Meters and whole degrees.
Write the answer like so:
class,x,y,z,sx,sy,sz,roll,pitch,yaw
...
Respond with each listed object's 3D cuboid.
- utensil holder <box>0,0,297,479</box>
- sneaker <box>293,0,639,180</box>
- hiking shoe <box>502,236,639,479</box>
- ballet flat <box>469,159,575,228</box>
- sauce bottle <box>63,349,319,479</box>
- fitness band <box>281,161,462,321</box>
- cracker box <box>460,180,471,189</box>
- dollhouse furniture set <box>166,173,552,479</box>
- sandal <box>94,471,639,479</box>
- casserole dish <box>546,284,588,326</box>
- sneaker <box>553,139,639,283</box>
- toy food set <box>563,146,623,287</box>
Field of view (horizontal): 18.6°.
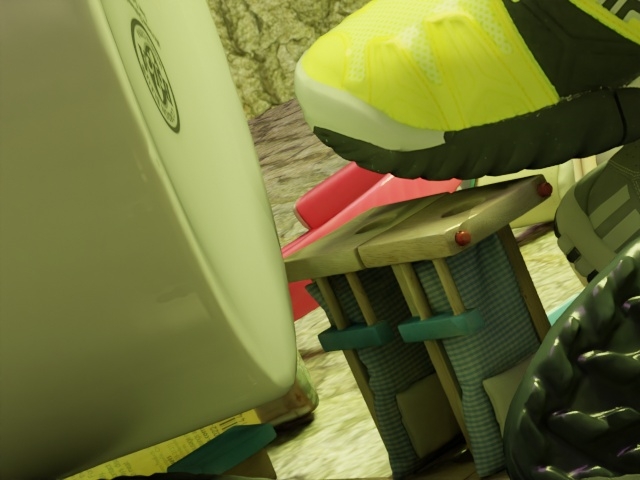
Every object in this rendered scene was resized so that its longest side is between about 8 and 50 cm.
class,x,y,z,sx,sy,sz,roll,pitch,yaw
utensil holder,-0.237,-0.018,0.784,0.385,0.327,0.327,-18,10,6
sneaker,0.158,-0.147,0.834,0.385,0.147,0.145,-22,28,13
hiking shoe,0.186,0.036,0.798,0.304,0.113,0.132,-33,-15,-28
ballet flat,0.199,-0.070,1.381,0.086,0.086,0.248,-17,11,42
sauce bottle,-0.175,0.123,1.137,0.344,0.111,0.111,-25,9,-2
fitness band,0.000,0.000,1.379,0.291,0.054,0.209,-33,6,43
cracker box,0.191,-0.132,1.514,0.232,0.067,0.156,-23,-30,9
dollhouse furniture set,0.022,0.072,0.840,0.184,0.129,0.129,-30,10,-35
sandal,-0.006,0.151,0.618,0.446,0.107,0.167,-6,17,33
casserole dish,0.161,0.038,0.970,0.188,0.037,0.114,-29,10,-30
sneaker,0.213,-0.065,0.940,0.228,0.086,0.132,-46,-2,-42
toy food set,0.242,-0.099,1.183,0.220,0.092,0.306,-22,26,15
